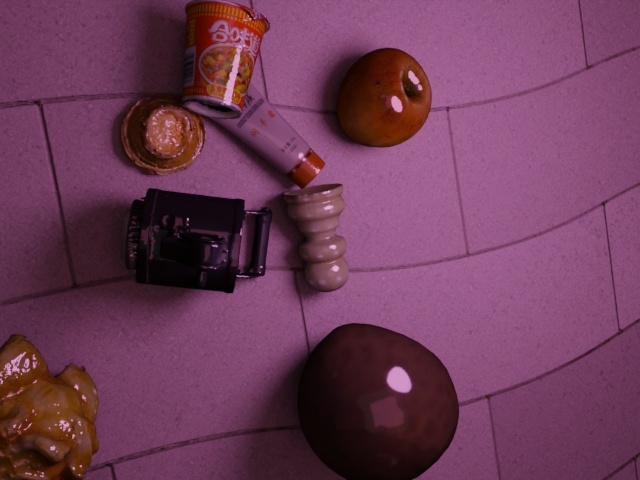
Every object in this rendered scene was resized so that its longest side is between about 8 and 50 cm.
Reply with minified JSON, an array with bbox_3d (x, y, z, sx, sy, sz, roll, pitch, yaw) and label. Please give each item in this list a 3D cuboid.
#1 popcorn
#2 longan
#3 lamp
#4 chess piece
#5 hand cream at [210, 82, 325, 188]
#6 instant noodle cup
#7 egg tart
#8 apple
[{"bbox_3d":[-0.586,0.352,1.295,0.321,0.290,0.325,6,108,-25],"label":"popcorn"},{"bbox_3d":[0.136,0.373,1.568,0.405,0.336,0.404,24,45,-26],"label":"longan"},{"bbox_3d":[-0.282,-0.002,1.441,0.272,0.374,0.204,9,95,9],"label":"lamp"},{"bbox_3d":[0.000,0.000,1.611,0.145,0.144,0.251,-14,103,-22],"label":"chess piece"},{"bbox_3d":[-0.126,-0.258,1.575,0.314,0.089,0.139,39,77,-9],"label":"hand cream"},{"bbox_3d":[-0.216,-0.383,1.464,0.193,0.193,0.212,11,84,-22],"label":"instant noodle cup"},{"bbox_3d":[-0.342,-0.236,1.488,0.191,0.074,0.191,0,89,-23],"label":"egg tart"},{"bbox_3d":[0.145,-0.338,1.631,0.237,0.208,0.236,7,79,-39],"label":"apple"}]
